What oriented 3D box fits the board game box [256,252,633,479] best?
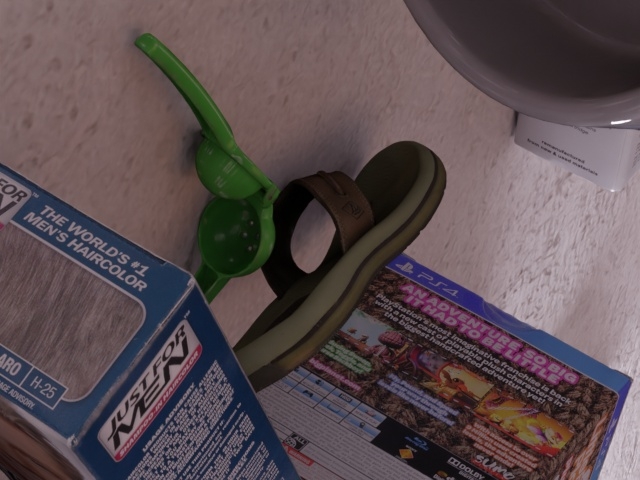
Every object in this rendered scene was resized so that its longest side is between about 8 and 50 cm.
[{"bbox_3d":[0.067,0.174,1.447,0.291,0.232,0.141,-37,148,-45],"label":"board game box"}]

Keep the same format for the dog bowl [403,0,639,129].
[{"bbox_3d":[0.170,-0.226,1.095,0.102,0.349,0.348,-19,133,-43],"label":"dog bowl"}]

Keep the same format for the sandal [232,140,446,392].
[{"bbox_3d":[0.000,0.000,1.272,0.120,0.086,0.303,-40,-175,36],"label":"sandal"}]

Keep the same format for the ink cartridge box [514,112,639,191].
[{"bbox_3d":[0.280,-0.215,1.604,0.201,0.117,0.278,-45,153,-35],"label":"ink cartridge box"}]

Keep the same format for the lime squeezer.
[{"bbox_3d":[-0.078,-0.024,1.169,0.110,0.059,0.310,-14,137,-21],"label":"lime squeezer"}]

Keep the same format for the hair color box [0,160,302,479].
[{"bbox_3d":[-0.123,0.094,1.025,0.105,0.174,0.347,-53,156,-17],"label":"hair color box"}]
